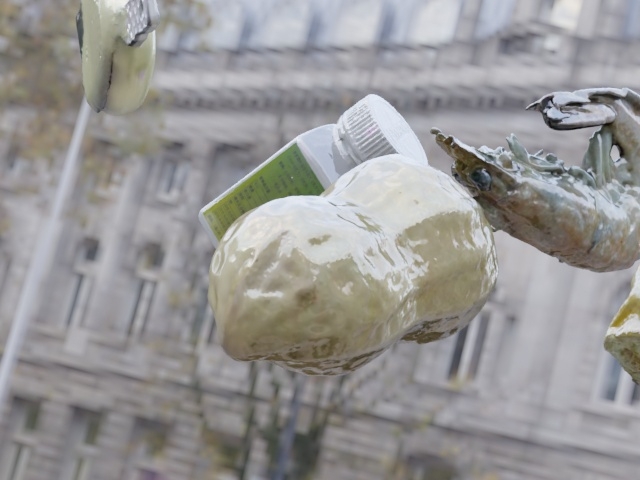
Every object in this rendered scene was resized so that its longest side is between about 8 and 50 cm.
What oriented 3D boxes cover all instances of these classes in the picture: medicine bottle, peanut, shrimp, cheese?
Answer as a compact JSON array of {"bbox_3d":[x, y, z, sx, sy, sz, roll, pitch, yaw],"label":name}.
[{"bbox_3d":[-0.001,-0.046,1.812,0.188,0.088,0.132,-36,-13,20],"label":"medicine bottle"},{"bbox_3d":[0.021,0.012,1.167,0.123,0.123,0.256,9,9,29],"label":"peanut"},{"bbox_3d":[0.162,-0.052,1.314,0.223,0.126,0.047,20,0,-41],"label":"shrimp"},{"bbox_3d":[-0.171,-0.184,1.746,0.054,0.127,0.251,-7,-2,-16],"label":"cheese"}]

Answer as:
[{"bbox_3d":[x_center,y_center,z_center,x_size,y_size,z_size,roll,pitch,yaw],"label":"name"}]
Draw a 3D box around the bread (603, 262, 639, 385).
[{"bbox_3d":[0.396,0.025,1.930,0.152,0.268,0.130,28,-23,7],"label":"bread"}]
